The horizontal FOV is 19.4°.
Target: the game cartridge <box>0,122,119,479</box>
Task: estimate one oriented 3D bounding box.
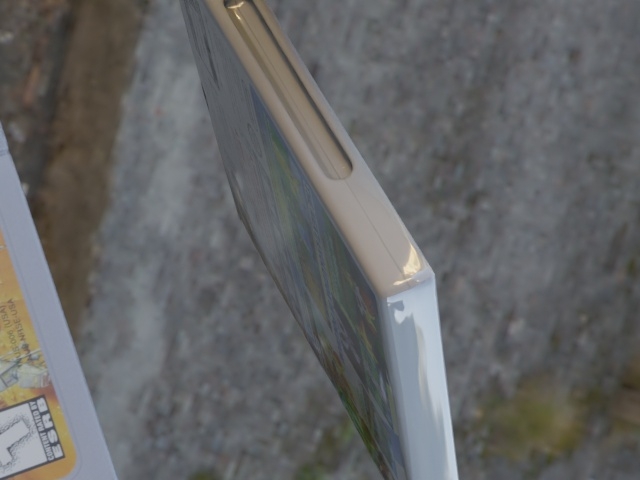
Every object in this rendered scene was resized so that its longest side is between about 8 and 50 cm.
[{"bbox_3d":[-0.212,0.069,0.869,0.198,0.062,0.297,-18,88,-33],"label":"game cartridge"}]

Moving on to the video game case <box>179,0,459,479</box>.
[{"bbox_3d":[0.000,0.000,1.146,0.036,0.300,0.329,-25,148,-9],"label":"video game case"}]
